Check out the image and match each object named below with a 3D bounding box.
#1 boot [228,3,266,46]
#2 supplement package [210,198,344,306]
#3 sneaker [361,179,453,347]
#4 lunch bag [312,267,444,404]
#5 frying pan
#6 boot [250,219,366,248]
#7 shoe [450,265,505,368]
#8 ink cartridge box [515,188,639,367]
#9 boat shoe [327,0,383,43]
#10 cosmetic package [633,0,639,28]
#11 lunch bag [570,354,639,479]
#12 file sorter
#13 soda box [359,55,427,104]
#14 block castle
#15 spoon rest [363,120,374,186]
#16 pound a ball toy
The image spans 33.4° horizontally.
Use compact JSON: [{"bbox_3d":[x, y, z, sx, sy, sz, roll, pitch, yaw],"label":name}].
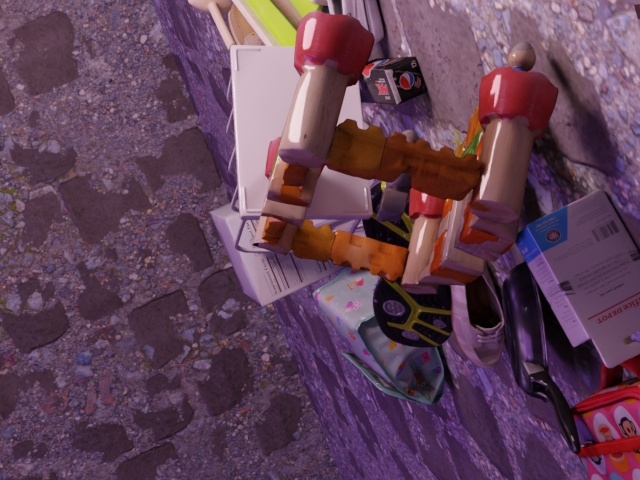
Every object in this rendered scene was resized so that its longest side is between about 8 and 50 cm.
[{"bbox_3d":[-0.090,-0.389,2.020,0.262,0.095,0.203,60,167,14],"label":"boot"},{"bbox_3d":[-0.061,-0.017,2.224,0.198,0.262,0.199,68,168,-11],"label":"supplement package"},{"bbox_3d":[0.159,0.022,1.732,0.147,0.145,0.385,-68,-21,-44],"label":"sneaker"},{"bbox_3d":[0.129,0.194,2.108,0.262,0.160,0.223,59,168,-28],"label":"lunch bag"},{"bbox_3d":[0.284,0.174,1.409,0.197,0.053,0.326,77,-172,-52],"label":"frying pan"},{"bbox_3d":[0.000,0.000,2.059,0.095,0.258,0.123,-67,-47,-69],"label":"boot"},{"bbox_3d":[0.242,0.111,1.653,0.058,0.076,0.219,-128,19,-66],"label":"shoe"},{"bbox_3d":[0.308,0.047,1.194,0.180,0.104,0.060,63,167,10],"label":"ink cartridge box"},{"bbox_3d":[0.031,-0.387,1.571,0.083,0.075,0.226,37,150,64],"label":"boat shoe"},{"bbox_3d":[0.319,-0.142,0.794,0.127,0.107,0.238,22,132,68],"label":"cosmetic package"},{"bbox_3d":[0.394,0.248,1.219,0.293,0.120,0.258,111,138,-74],"label":"lunch bag"},{"bbox_3d":[-0.045,-0.135,1.642,0.173,0.192,0.278,119,149,-66],"label":"file sorter"},{"bbox_3d":[0.099,-0.243,1.619,0.060,0.053,0.169,68,167,-14],"label":"soda box"},{"bbox_3d":[0.087,-0.104,1.316,0.453,0.302,0.213,116,169,-73],"label":"block castle"},{"bbox_3d":[0.041,-0.184,1.912,0.276,0.084,0.137,52,142,28],"label":"spoon rest"},{"bbox_3d":[-0.076,-0.395,1.785,0.319,0.135,0.208,56,129,37],"label":"pound a ball toy"}]
